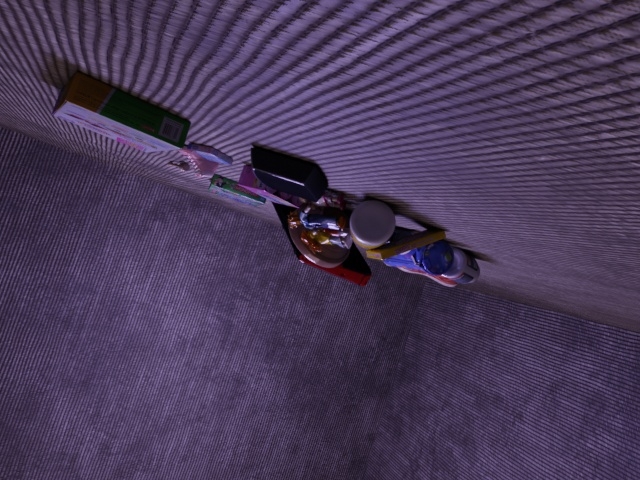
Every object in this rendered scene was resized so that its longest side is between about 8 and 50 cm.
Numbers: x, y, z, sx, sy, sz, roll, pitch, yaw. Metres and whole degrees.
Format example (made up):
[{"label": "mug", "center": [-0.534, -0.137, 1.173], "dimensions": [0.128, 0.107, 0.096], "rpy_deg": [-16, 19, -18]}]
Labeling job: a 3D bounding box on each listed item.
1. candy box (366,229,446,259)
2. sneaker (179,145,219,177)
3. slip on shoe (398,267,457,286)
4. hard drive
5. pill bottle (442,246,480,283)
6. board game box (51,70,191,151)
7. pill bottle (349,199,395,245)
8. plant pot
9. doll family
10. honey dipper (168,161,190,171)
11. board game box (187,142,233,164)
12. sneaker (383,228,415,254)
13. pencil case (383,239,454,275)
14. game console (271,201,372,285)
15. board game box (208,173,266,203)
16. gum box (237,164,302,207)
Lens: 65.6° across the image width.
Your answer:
[{"label": "candy box", "center": [0.242, 0.010, 1.412], "dimensions": [0.206, 0.027, 0.105], "rpy_deg": [-19, -170, -16]}, {"label": "sneaker", "center": [-0.360, -0.224, 1.441], "dimensions": [0.134, 0.070, 0.051], "rpy_deg": [23, 177, -41]}, {"label": "slip on shoe", "center": [0.436, 0.088, 2.073], "dimensions": [0.331, 0.123, 0.101], "rpy_deg": [23, 145, 8]}, {"label": "hard drive", "center": [-0.075, -0.151, 1.209], "dimensions": [0.172, 0.054, 0.255], "rpy_deg": [18, 177, 7]}, {"label": "pill bottle", "center": [0.483, 0.093, 1.721], "dimensions": [0.108, 0.107, 0.180], "rpy_deg": [16, 175, 39]}, {"label": "board game box", "center": [-0.466, -0.280, 1.139], "dimensions": [0.242, 0.064, 0.317], "rpy_deg": [20, 176, -34]}, {"label": "pill bottle", "center": [0.138, -0.039, 1.353], "dimensions": [0.117, 0.117, 0.215], "rpy_deg": [18, 176, 5]}, {"label": "plant pot", "center": [0.022, -0.038, 1.626], "dimensions": [0.237, 0.237, 0.110], "rpy_deg": [20, 137, -31]}, {"label": "doll family", "center": [-0.003, -0.043, 1.425], "dimensions": [0.163, 0.118, 0.263], "rpy_deg": [8, 151, 24]}, {"label": "honey dipper", "center": [-0.531, -0.277, 1.850], "dimensions": [0.030, 0.030, 0.161], "rpy_deg": [21, 177, -39]}, {"label": "board game box", "center": [-0.300, -0.235, 1.353], "dimensions": [0.090, 0.020, 0.090], "rpy_deg": [15, 175, 32]}, {"label": "sneaker", "center": [0.198, -0.018, 1.648], "dimensions": [0.164, 0.086, 0.226], "rpy_deg": [18, 177, -27]}, {"label": "pencil case", "center": [0.316, 0.047, 1.698], "dimensions": [0.133, 0.119, 0.306], "rpy_deg": [-20, -168, -21]}, {"label": "game console", "center": [0.000, 0.000, 1.810], "dimensions": [0.342, 0.060, 0.386], "rpy_deg": [19, -154, -33]}, {"label": "board game box", "center": [-0.340, -0.196, 2.008], "dimensions": [0.214, 0.046, 0.317], "rpy_deg": [20, 177, -15]}, {"label": "gum box", "center": [-0.134, -0.152, 1.443], "dimensions": [0.107, 0.062, 0.188], "rpy_deg": [16, 176, 35]}]
